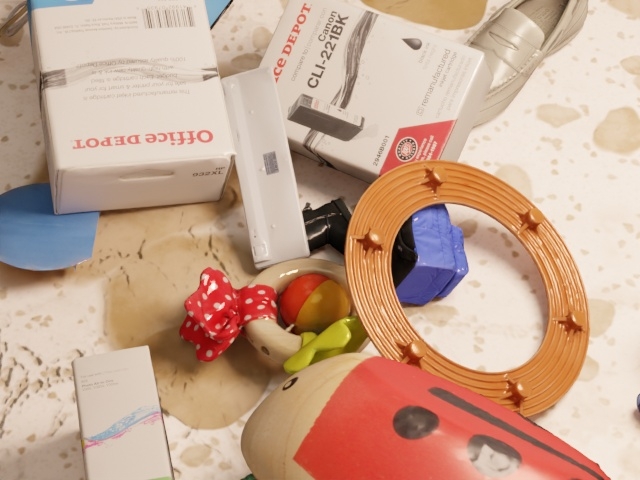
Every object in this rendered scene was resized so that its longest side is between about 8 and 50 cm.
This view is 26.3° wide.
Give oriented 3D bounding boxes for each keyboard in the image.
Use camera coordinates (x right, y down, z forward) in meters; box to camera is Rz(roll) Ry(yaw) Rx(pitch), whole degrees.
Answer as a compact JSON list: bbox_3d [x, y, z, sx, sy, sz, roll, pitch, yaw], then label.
[{"bbox_3d":[-0.071,-0.094,1.720,0.072,0.014,0.256,-13,77,7],"label":"keyboard"}]

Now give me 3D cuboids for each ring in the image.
[{"bbox_3d":[0.182,0.049,1.602,0.337,0.032,0.336,13,59,-23],"label":"ring"}]

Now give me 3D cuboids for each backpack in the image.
[{"bbox_3d":[0.123,0.009,1.684,0.101,0.098,0.120,11,51,-28],"label":"backpack"}]

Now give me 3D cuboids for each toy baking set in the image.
[{"bbox_3d":[-0.369,-0.361,1.923,0.030,0.197,0.256,45,50,-21],"label":"toy baking set"}]

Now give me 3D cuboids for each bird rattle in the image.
[{"bbox_3d":[-0.033,0.099,1.628,0.254,0.143,0.207,24,44,32],"label":"bird rattle"}]

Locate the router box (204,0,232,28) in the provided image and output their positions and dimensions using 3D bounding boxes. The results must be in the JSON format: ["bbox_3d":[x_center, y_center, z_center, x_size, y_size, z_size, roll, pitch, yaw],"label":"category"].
[{"bbox_3d":[-0.222,-0.360,1.948,0.179,0.046,0.133,33,58,-3],"label":"router box"}]

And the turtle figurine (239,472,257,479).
[{"bbox_3d":[-0.036,0.365,1.410,0.175,0.118,0.234,-45,55,18],"label":"turtle figurine"}]

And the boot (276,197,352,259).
[{"bbox_3d":[0.000,0.000,1.720,0.099,0.045,0.121,-19,50,-16],"label":"boot"}]

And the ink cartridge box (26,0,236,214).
[{"bbox_3d":[-0.251,-0.201,1.765,0.223,0.129,0.307,-6,65,-15],"label":"ink cartridge box"}]

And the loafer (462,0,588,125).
[{"bbox_3d":[0.256,-0.269,1.879,0.112,0.111,0.319,33,60,22],"label":"loafer"}]

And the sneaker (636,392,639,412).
[{"bbox_3d":[0.409,0.226,1.550,0.059,0.053,0.144,-36,60,-22],"label":"sneaker"}]

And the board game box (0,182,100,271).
[{"bbox_3d":[-0.349,-0.008,1.727,0.133,0.033,0.168,3,40,-4],"label":"board game box"}]

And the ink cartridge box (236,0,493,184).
[{"bbox_3d":[0.057,-0.187,1.770,0.273,0.114,0.197,23,86,17],"label":"ink cartridge box"}]

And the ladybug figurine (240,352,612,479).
[{"bbox_3d":[0.134,0.246,1.385,0.449,0.305,0.161,25,102,18],"label":"ladybug figurine"}]

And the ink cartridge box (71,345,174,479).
[{"bbox_3d":[-0.205,0.243,1.468,0.093,0.154,0.212,-11,54,-9],"label":"ink cartridge box"}]
